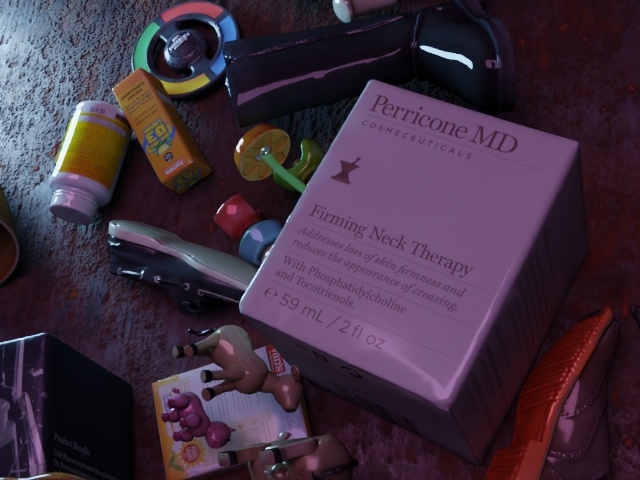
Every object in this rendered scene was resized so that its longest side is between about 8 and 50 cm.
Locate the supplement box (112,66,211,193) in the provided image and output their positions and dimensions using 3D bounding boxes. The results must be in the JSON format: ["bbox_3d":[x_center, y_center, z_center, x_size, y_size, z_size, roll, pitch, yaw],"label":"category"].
[{"bbox_3d":[-0.293,-0.203,1.783,0.078,0.080,0.233,-35,70,9],"label":"supplement box"}]

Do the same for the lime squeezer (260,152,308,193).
[{"bbox_3d":[0.000,0.000,1.545,0.110,0.059,0.310,-19,103,-19],"label":"lime squeezer"}]

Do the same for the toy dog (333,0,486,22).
[{"bbox_3d":[0.069,-0.591,1.758,0.407,0.284,0.395,-8,63,16],"label":"toy dog"}]

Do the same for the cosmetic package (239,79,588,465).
[{"bbox_3d":[0.153,0.049,1.397,0.329,0.327,0.394,22,73,26],"label":"cosmetic package"}]

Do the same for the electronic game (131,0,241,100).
[{"bbox_3d":[-0.263,-0.372,1.890,0.229,0.048,0.229,-7,64,15],"label":"electronic game"}]

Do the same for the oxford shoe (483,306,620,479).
[{"bbox_3d":[0.353,0.262,1.373,0.132,0.130,0.364,34,69,-5],"label":"oxford shoe"}]

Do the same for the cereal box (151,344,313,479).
[{"bbox_3d":[-0.141,0.276,1.543,0.240,0.047,0.173,-18,62,8],"label":"cereal box"}]

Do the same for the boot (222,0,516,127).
[{"bbox_3d":[0.065,-0.273,1.580,0.445,0.146,0.367,-9,25,-1],"label":"boot"}]

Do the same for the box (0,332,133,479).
[{"bbox_3d":[-0.551,0.444,1.459,0.479,0.297,0.472,-13,60,11],"label":"box"}]

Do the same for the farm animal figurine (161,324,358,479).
[{"bbox_3d":[-0.072,0.298,1.381,0.326,0.172,0.330,10,103,48],"label":"farm animal figurine"}]

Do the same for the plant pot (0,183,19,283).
[{"bbox_3d":[-0.685,-0.063,1.797,0.237,0.237,0.254,-24,47,6],"label":"plant pot"}]

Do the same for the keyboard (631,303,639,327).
[{"bbox_3d":[0.518,0.115,1.423,0.108,0.023,0.180,-12,62,12],"label":"keyboard"}]

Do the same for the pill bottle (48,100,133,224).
[{"bbox_3d":[-0.429,-0.142,1.794,0.117,0.117,0.215,5,67,20],"label":"pill bottle"}]

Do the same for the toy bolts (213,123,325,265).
[{"bbox_3d":[-0.061,-0.055,1.595,0.228,0.218,0.158,-49,59,7],"label":"toy bolts"}]

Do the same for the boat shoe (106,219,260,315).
[{"bbox_3d":[-0.224,0.068,1.637,0.340,0.127,0.113,20,102,17],"label":"boat shoe"}]

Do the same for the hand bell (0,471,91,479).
[{"bbox_3d":[-0.415,0.323,1.262,0.242,0.126,0.126,1,65,4],"label":"hand bell"}]
